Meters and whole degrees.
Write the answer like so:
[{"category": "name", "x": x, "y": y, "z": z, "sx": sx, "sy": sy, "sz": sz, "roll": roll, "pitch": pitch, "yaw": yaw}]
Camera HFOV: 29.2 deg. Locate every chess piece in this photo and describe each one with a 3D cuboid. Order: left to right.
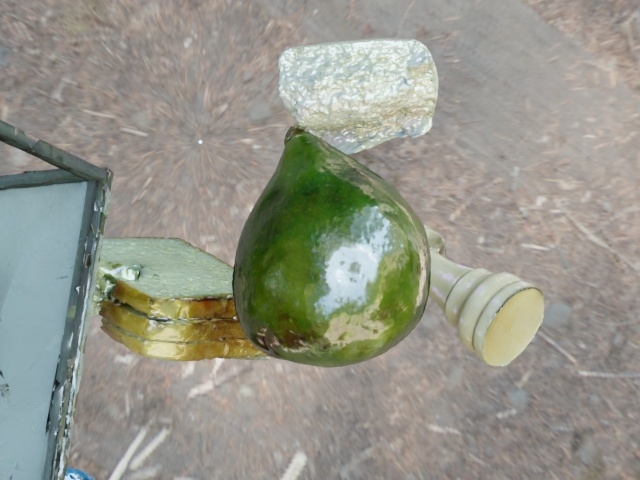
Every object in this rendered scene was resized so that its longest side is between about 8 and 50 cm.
[{"category": "chess piece", "x": 0.124, "y": 0.023, "z": 1.681, "sx": 0.117, "sy": 0.397, "sz": 0.117, "roll": -25, "pitch": 132, "yaw": -31}]

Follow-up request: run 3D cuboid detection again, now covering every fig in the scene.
[{"category": "fig", "x": 0.000, "y": 0.000, "z": 1.163, "sx": 0.195, "sy": 0.195, "sz": 0.245, "roll": -17, "pitch": 82, "yaw": -4}]

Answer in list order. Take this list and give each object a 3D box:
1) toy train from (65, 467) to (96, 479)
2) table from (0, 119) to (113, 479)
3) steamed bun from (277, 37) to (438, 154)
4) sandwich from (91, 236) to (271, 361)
[{"category": "toy train", "x": -0.329, "y": 0.449, "z": 1.515, "sx": 0.300, "sy": 0.188, "sz": 0.265, "roll": -36, "pitch": 123, "yaw": 4}, {"category": "table", "x": -0.365, "y": 0.064, "z": 1.027, "sx": 0.222, "sy": 0.272, "sz": 0.335, "roll": -2, "pitch": 74, "yaw": 28}, {"category": "steamed bun", "x": 0.067, "y": -0.216, "z": 1.827, "sx": 0.225, "sy": 0.200, "sz": 0.170, "roll": -4, "pitch": 93, "yaw": 13}, {"category": "sandwich", "x": -0.213, "y": 0.075, "z": 1.665, "sx": 0.249, "sy": 0.273, "sz": 0.095, "roll": 2, "pitch": 107, "yaw": -45}]
